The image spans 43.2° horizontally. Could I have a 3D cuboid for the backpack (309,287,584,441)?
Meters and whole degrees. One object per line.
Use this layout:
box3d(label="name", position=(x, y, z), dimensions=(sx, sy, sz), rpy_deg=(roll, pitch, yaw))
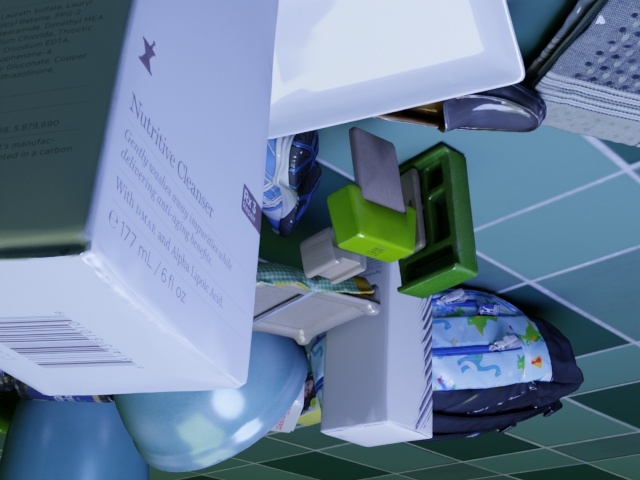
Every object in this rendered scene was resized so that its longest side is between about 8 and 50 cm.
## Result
box3d(label="backpack", position=(0.156, 0.194, 1.230), dimensions=(0.356, 0.273, 0.290), rpy_deg=(-13, 164, -29))

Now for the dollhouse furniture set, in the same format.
box3d(label="dollhouse furniture set", position=(0.000, 0.000, 0.934), dimensions=(0.198, 0.151, 0.302), rpy_deg=(17, 148, -38))

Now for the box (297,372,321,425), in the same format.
box3d(label="box", position=(0.022, 0.294, 1.571), dimensions=(0.058, 0.087, 0.232), rpy_deg=(21, 146, -30))

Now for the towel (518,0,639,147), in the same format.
box3d(label="towel", position=(0.371, -0.179, 0.719), dimensions=(0.325, 0.056, 0.312), rpy_deg=(9, 154, -14))

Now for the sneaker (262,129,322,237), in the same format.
box3d(label="sneaker", position=(-0.049, -0.076, 0.929), dimensions=(0.081, 0.080, 0.211), rpy_deg=(23, 153, 10))

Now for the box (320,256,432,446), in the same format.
box3d(label="box", position=(0.076, 0.115, 1.037), dimensions=(0.113, 0.275, 0.094), rpy_deg=(-19, 146, 40))

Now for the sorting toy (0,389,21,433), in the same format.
box3d(label="sorting toy", position=(-0.667, 0.315, 1.701), dimensions=(0.366, 0.127, 0.126), rpy_deg=(25, 115, -39))

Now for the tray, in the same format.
box3d(label="tray", position=(0.033, -0.180, 0.724), dimensions=(0.271, 0.030, 0.145), rpy_deg=(-10, 128, 22))

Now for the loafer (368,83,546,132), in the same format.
box3d(label="loafer", position=(0.127, -0.124, 0.773), dimensions=(0.170, 0.061, 0.062), rpy_deg=(12, 145, 16))

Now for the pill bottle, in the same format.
box3d(label="pill bottle", position=(-0.476, 0.229, 1.464), dimensions=(0.219, 0.122, 0.122), rpy_deg=(1, 151, 4))

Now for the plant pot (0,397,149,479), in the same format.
box3d(label="plant pot", position=(-0.474, 0.385, 1.592), dimensions=(0.293, 0.235, 0.293), rpy_deg=(3, 170, 1))

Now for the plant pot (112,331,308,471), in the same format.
box3d(label="plant pot", position=(-0.191, 0.161, 1.189), dimensions=(0.293, 0.293, 0.196), rpy_deg=(-13, 122, 27))

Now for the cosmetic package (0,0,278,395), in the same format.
box3d(label="cosmetic package", position=(-0.135, -0.112, 0.532), dimensions=(0.156, 0.384, 0.217), rpy_deg=(-4, 153, 14))

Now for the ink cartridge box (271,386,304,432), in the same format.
box3d(label="ink cartridge box", position=(-0.173, 0.271, 1.518), dimensions=(0.273, 0.114, 0.198), rpy_deg=(7, 152, -6))
